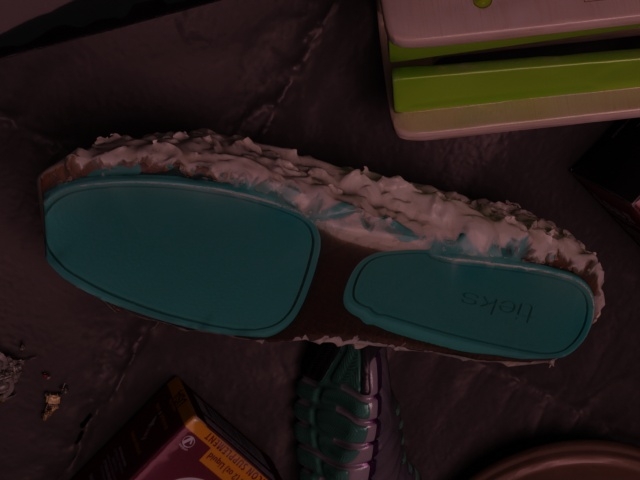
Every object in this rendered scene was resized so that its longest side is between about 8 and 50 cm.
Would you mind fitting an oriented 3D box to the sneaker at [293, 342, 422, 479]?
[{"bbox_3d":[0.037,0.159,1.100,0.098,0.083,0.223,-8,112,-38],"label":"sneaker"}]

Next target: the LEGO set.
[{"bbox_3d":[-0.218,0.099,1.023,0.083,0.023,0.054,16,101,-20],"label":"LEGO set"}]

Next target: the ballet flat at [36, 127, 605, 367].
[{"bbox_3d":[0.000,0.000,1.002,0.409,0.147,0.147,13,102,-18],"label":"ballet flat"}]

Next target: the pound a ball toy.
[{"bbox_3d":[0.194,-0.187,0.931,0.319,0.135,0.208,-7,152,2],"label":"pound a ball toy"}]

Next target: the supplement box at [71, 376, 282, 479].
[{"bbox_3d":[-0.129,0.208,1.051,0.188,0.081,0.104,-46,113,1],"label":"supplement box"}]

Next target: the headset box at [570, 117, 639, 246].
[{"bbox_3d":[0.354,-0.044,1.098,0.293,0.110,0.218,42,91,-23],"label":"headset box"}]

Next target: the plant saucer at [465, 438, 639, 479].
[{"bbox_3d":[0.203,0.290,1.165,0.278,0.041,0.277,-2,113,-5],"label":"plant saucer"}]

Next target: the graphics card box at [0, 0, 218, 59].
[{"bbox_3d":[-0.114,-0.190,0.855,0.371,0.233,0.094,-16,109,-10],"label":"graphics card box"}]
